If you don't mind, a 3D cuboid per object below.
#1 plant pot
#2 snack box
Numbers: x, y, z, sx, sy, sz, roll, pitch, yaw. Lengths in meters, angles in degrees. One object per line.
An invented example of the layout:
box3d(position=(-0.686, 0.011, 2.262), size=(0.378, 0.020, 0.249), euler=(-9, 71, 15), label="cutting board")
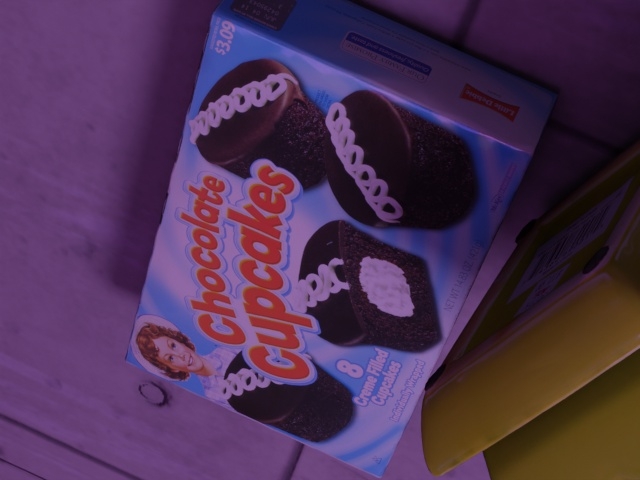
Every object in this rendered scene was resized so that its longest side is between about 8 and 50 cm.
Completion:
box3d(position=(0.198, 0.066, 0.957), size=(0.207, 0.227, 0.228), euler=(42, 138, -5), label="plant pot")
box3d(position=(0.000, 0.000, 1.108), size=(0.187, 0.060, 0.322), euler=(24, 139, 5), label="snack box")
